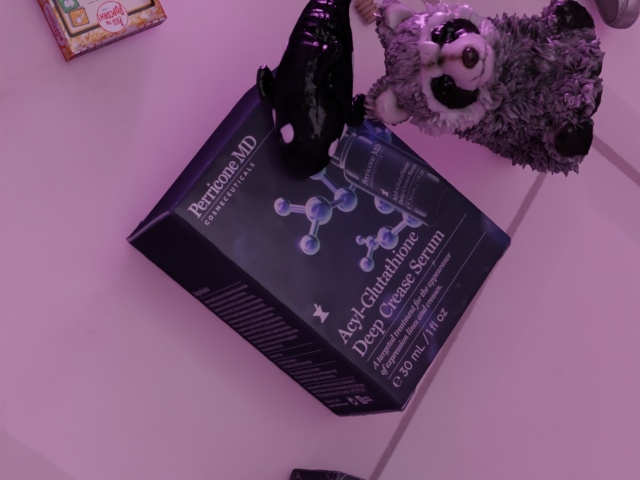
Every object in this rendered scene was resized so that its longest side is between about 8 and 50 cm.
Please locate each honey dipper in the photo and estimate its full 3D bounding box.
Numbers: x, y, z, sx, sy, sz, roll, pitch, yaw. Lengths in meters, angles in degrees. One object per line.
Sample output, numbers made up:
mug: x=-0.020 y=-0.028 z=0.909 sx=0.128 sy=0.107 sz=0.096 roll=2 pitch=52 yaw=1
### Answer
honey dipper: x=0.036 y=-0.398 z=1.821 sx=0.030 sy=0.030 sz=0.161 roll=-38 pitch=93 yaw=-26

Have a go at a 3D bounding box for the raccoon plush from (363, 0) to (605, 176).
raccoon plush: x=0.196 y=-0.175 z=1.662 sx=0.299 sy=0.446 sz=0.216 roll=4 pitch=68 yaw=-3

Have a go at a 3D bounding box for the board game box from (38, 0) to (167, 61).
board game box: x=-0.315 y=-0.358 z=1.632 sx=0.146 sy=0.045 sz=0.193 roll=-26 pitch=95 yaw=-23

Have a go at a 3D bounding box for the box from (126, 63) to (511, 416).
box: x=0.000 y=0.000 z=1.622 sx=0.395 sy=0.212 sz=0.293 roll=40 pitch=67 yaw=-11

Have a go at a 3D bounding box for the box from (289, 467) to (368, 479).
box: x=0.081 y=0.400 z=1.603 sx=0.247 sy=0.163 sz=0.142 roll=21 pitch=73 yaw=-20

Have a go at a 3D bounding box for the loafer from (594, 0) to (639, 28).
loafer: x=0.440 y=-0.494 z=1.982 sx=0.111 sy=0.112 sz=0.319 roll=-9 pitch=76 yaw=-20

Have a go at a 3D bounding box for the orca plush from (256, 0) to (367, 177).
orca plush: x=0.022 y=-0.222 z=1.503 sx=0.151 sy=0.102 sz=0.287 roll=33 pitch=67 yaw=-15
